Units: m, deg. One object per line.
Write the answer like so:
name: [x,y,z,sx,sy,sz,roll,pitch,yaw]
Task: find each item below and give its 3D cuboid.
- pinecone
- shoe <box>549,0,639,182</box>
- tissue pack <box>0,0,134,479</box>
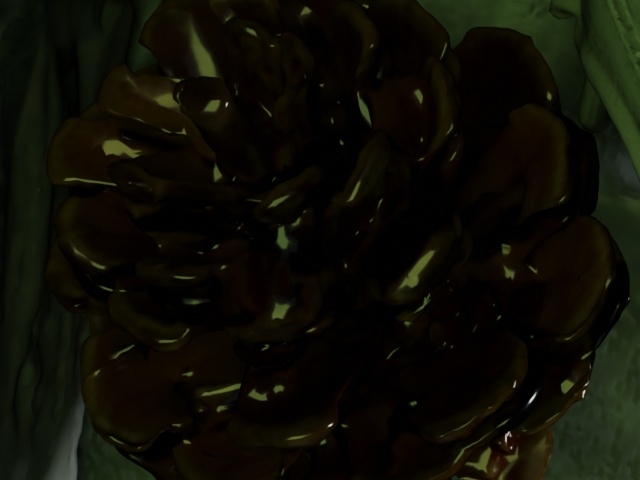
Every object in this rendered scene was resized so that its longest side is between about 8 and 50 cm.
pinecone: [0.000,0.000,0.522,0.174,0.173,0.173,1,94,9]
shoe: [0.122,-0.090,0.529,0.124,0.159,0.316,3,61,-16]
tissue pack: [-0.273,0.033,0.593,0.394,0.124,0.288,8,93,9]
